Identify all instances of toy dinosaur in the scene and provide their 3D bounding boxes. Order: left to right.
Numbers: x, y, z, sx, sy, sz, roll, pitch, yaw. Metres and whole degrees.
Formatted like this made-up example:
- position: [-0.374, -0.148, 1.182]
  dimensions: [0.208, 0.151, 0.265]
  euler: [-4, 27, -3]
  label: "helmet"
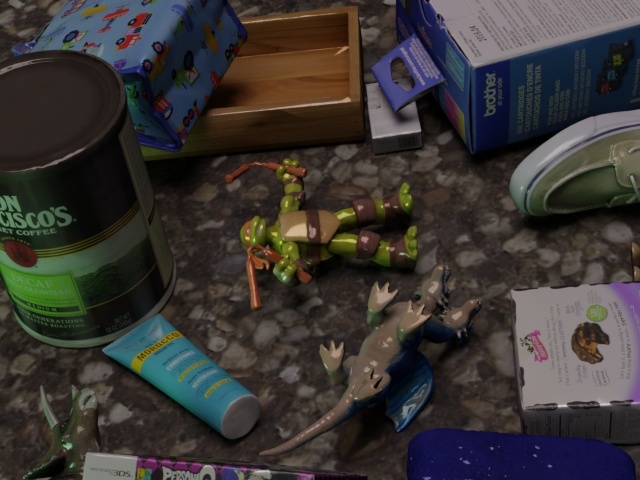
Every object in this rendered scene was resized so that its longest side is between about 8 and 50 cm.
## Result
- position: [-0.276, 0.299, 1.335]
  dimensions: [0.160, 0.121, 0.313]
  euler: [13, 58, 45]
  label: "toy dinosaur"

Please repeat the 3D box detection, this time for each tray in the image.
- position: [-0.149, -0.201, 1.820]
  dimensions: [0.410, 0.076, 0.203]
  euler: [-6, 45, 6]
  label: "tray"

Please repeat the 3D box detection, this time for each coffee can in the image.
- position: [-0.285, -0.044, 1.541]
  dimensions: [0.201, 0.275, 0.202]
  euler: [-6, 45, 6]
  label: "coffee can"

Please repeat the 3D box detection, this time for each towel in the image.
- position: [0.179, 0.315, 1.249]
  dimensions: [0.227, 0.076, 0.308]
  euler: [4, 45, 5]
  label: "towel"

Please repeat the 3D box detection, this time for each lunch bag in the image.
- position: [-0.278, -0.238, 1.753]
  dimensions: [0.293, 0.138, 0.221]
  euler: [4, 48, 27]
  label: "lunch bag"

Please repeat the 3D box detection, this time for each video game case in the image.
- position: [-0.080, 0.226, 1.282]
  dimensions: [0.210, 0.232, 0.042]
  euler: [3, 81, 14]
  label: "video game case"

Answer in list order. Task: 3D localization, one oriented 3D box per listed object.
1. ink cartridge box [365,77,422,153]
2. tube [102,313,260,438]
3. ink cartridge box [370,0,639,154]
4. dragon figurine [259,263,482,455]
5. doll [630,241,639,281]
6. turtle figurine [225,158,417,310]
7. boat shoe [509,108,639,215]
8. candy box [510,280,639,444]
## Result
- position: [0.093, -0.160, 1.765]
  dimensions: [0.062, 0.029, 0.115]
  euler: [-8, 42, 3]
  label: "ink cartridge box"
- position: [-0.148, 0.144, 1.496]
  dimensions: [0.080, 0.052, 0.207]
  euler: [-29, 40, -31]
  label: "tube"
- position: [0.263, -0.270, 1.746]
  dimensions: [0.395, 0.151, 0.270]
  euler: [-14, 44, -10]
  label: "ink cartridge box"
- position: [0.066, 0.138, 1.430]
  dimensions: [0.085, 0.144, 0.289]
  euler: [27, 75, 30]
  label: "dragon figurine"
- position: [0.436, 0.024, 1.504]
  dimensions: [0.189, 0.046, 0.129]
  euler: [-1, 46, 10]
  label: "doll"
- position: [0.000, 0.000, 1.581]
  dimensions: [0.217, 0.087, 0.269]
  euler: [-2, 36, -2]
  label: "turtle figurine"
- position: [0.366, -0.091, 1.592]
  dimensions: [0.302, 0.109, 0.094]
  euler: [-20, 47, -14]
  label: "boat shoe"
- position: [0.297, 0.125, 1.412]
  dimensions: [0.196, 0.070, 0.165]
  euler: [-4, 45, 6]
  label: "candy box"
